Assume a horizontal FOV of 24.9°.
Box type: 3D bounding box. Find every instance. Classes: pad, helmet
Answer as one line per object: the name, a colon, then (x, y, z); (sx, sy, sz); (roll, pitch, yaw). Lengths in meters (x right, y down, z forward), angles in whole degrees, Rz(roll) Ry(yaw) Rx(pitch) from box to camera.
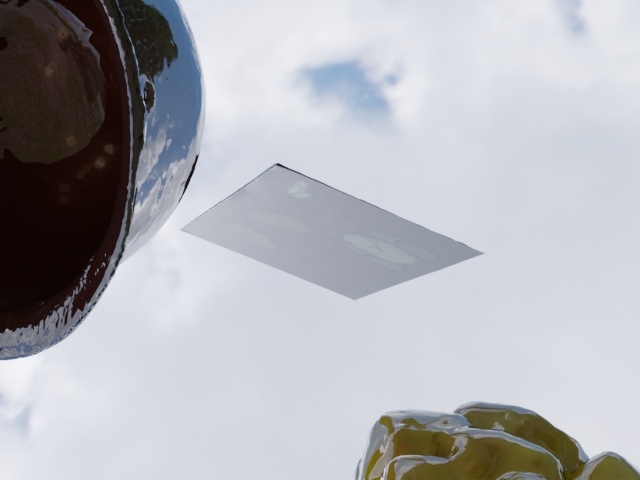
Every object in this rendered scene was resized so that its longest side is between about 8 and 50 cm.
pad: (0.000, 0.000, 0.846); (0.127, 0.190, 0.004); (22, -106, -16)
helmet: (-0.090, -0.047, 0.459); (0.106, 0.175, 0.155); (-12, -60, -52)

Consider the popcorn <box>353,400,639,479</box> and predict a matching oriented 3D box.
popcorn: (0.029, 0.125, 0.339); (0.167, 0.152, 0.148); (-56, -50, -23)
